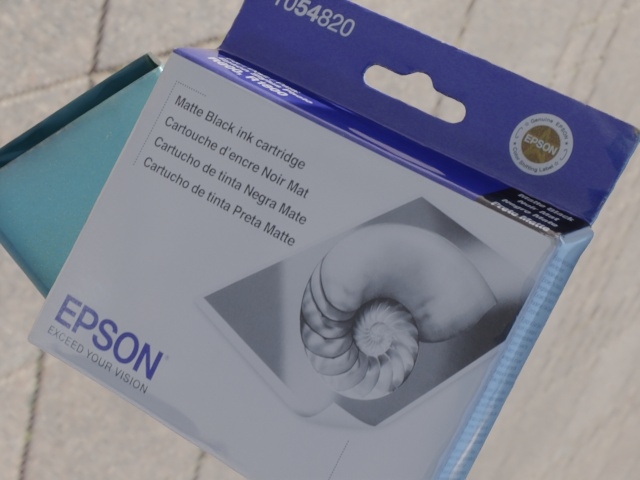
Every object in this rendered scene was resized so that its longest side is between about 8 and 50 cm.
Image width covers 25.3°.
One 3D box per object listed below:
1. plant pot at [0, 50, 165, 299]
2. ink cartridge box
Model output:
[{"bbox_3d":[-0.128,0.003,1.078,0.165,0.234,0.165,-34,-166,-2],"label":"plant pot"},{"bbox_3d":[0.000,0.000,0.663,0.224,0.223,0.045,-63,156,1],"label":"ink cartridge box"}]
